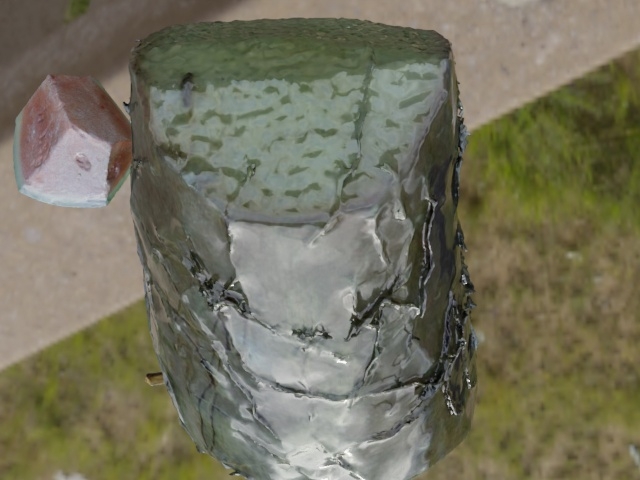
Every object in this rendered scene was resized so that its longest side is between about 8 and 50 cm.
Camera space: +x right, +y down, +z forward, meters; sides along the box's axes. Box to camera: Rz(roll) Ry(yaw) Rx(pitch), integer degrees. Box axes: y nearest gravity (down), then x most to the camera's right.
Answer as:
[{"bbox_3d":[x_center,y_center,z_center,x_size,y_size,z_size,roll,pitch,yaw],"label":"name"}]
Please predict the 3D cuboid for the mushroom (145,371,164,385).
[{"bbox_3d":[-0.029,0.132,1.244,0.286,0.026,0.028,15,105,-42],"label":"mushroom"}]

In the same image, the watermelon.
[{"bbox_3d":[-0.175,-0.069,1.003,0.092,0.084,0.072,-40,149,-10],"label":"watermelon"}]

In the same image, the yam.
[{"bbox_3d":[-0.002,0.003,0.824,0.202,0.201,0.271,-8,124,-5],"label":"yam"}]
